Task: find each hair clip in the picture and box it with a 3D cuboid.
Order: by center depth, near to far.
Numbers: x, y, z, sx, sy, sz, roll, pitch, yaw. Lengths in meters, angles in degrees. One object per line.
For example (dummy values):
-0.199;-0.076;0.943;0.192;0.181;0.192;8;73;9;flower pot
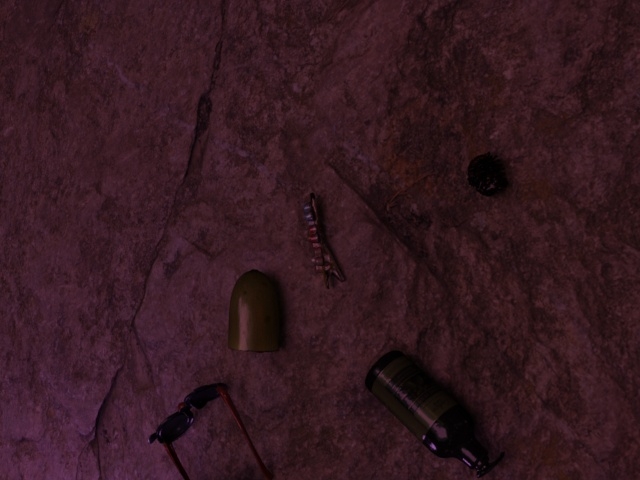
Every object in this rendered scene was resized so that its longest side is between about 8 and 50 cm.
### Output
-0.006;0.002;1.607;0.056;0.062;0.214;-19;78;0;hair clip

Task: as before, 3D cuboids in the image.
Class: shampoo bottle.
0.211;0.330;1.393;0.284;0.101;0.101;42;108;30;shampoo bottle

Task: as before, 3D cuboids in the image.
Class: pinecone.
0.313;-0.123;1.391;0.083;0.077;0.077;44;111;4;pinecone

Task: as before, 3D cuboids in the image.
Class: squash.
-0.146;0.156;1.653;0.123;0.123;0.186;-4;79;34;squash

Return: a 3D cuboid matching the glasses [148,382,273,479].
-0.249;0.478;1.685;0.234;0.118;0.268;-47;62;20;glasses
